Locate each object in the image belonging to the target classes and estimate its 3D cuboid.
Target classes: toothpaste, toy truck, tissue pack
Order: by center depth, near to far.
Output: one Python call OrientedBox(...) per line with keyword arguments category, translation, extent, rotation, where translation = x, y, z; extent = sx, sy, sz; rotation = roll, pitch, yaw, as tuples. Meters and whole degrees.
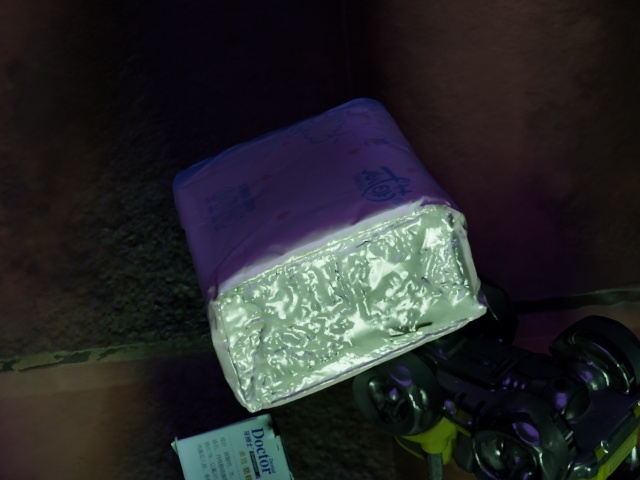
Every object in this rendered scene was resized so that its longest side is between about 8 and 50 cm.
OrientedBox(category="toothpaste", translation=(-0.033, 0.285, 1.351), extent=(0.089, 0.071, 0.312), rotation=(-17, 64, 1))
OrientedBox(category="toy truck", translation=(0.136, 0.139, 1.365), extent=(0.224, 0.165, 0.147), rotation=(22, 44, 30))
OrientedBox(category="tissue pack", translation=(-0.002, 0.001, 1.383), extent=(0.201, 0.124, 0.271), rotation=(-24, 23, -1))
